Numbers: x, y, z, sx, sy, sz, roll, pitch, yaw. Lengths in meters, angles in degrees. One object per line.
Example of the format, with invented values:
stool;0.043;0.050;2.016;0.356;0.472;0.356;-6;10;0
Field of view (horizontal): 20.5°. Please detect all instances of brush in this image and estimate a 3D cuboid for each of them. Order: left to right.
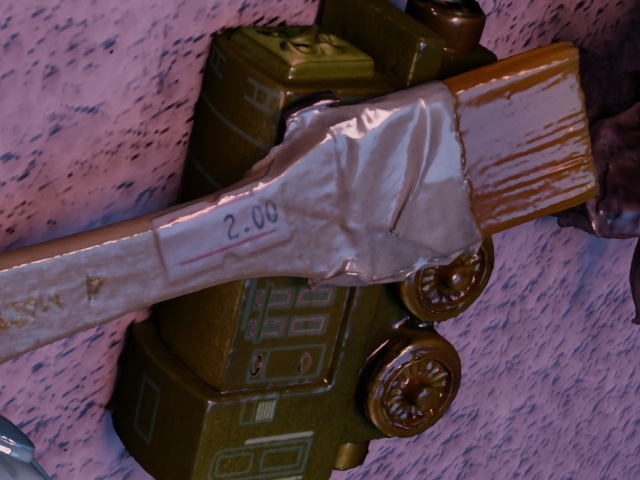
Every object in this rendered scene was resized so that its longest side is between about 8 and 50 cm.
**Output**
brush;-0.050;0.004;0.655;0.337;0.020;0.085;-19;121;-13

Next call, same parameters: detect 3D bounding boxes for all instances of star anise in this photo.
star anise;0.177;-0.063;0.831;0.212;0.129;0.283;-49;168;6

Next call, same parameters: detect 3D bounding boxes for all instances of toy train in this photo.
toy train;0.000;0.000;0.739;0.137;0.090;0.225;-3;118;-34

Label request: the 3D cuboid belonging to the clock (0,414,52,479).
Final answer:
clock;-0.152;0.118;0.704;0.108;0.045;0.147;-38;141;-21
